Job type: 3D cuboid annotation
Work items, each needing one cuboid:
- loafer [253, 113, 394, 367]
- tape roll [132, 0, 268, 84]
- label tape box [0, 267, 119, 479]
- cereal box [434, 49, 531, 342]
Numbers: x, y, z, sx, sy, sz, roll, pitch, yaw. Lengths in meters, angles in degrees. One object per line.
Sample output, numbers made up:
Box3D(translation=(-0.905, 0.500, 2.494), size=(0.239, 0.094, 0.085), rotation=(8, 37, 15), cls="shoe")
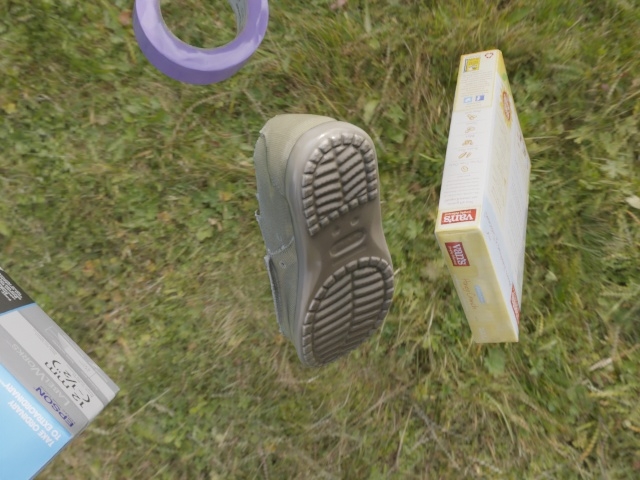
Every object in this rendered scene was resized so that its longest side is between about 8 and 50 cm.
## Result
Box3D(translation=(0.000, 0.000, 0.699), size=(0.102, 0.092, 0.268), rotation=(-22, 136, -22), cls="loafer")
Box3D(translation=(-0.175, -0.328, 1.201), size=(0.189, 0.080, 0.189), rotation=(1, 85, -15), cls="tape roll")
Box3D(translation=(-0.378, 0.149, 0.916), size=(0.115, 0.348, 0.249), rotation=(-43, 93, -2), cls="label tape box")
Box3D(translation=(0.165, -0.044, 0.807), size=(0.047, 0.240, 0.173), rotation=(-4, 138, 24), cls="cereal box")
